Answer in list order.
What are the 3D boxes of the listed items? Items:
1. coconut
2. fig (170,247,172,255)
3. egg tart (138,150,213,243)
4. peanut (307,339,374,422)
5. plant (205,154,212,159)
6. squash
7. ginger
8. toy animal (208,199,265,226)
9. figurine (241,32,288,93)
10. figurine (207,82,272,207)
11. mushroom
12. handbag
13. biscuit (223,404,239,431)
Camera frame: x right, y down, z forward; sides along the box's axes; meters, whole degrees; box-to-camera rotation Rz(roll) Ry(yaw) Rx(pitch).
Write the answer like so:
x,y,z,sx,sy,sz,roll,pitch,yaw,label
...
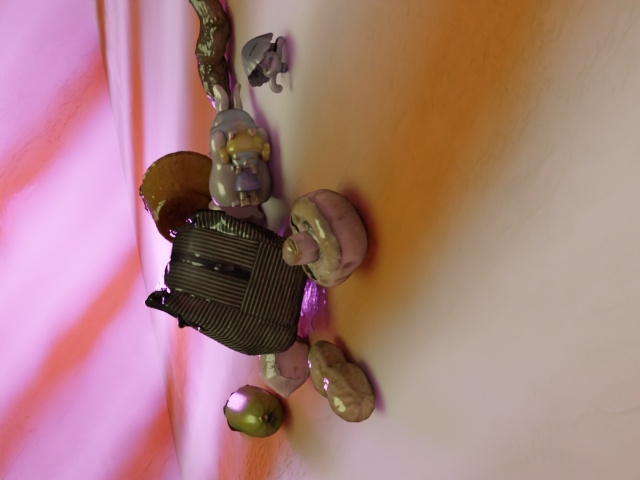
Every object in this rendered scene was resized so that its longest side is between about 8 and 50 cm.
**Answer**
x,y,z,sx,sy,sz,roll,pitch,yaw,label
-0.071,0.250,1.339,0.110,0.110,0.125,153,110,-68,coconut
-0.357,0.027,1.902,0.245,0.149,0.149,-144,45,-76,fig
-0.315,-0.091,1.572,0.171,0.215,0.215,-110,18,-56,egg tart
0.029,0.230,1.120,0.187,0.082,0.082,-142,44,-60,peanut
-0.303,-0.143,1.737,0.174,0.087,0.085,118,165,-52,plant
-0.149,0.409,1.603,0.186,0.123,0.123,-17,86,65,squash
-0.221,-0.400,1.408,0.122,0.084,0.290,-98,1,-67,ginger
-0.198,-0.019,1.487,0.124,0.124,0.213,64,151,30,toy animal
-0.088,-0.301,1.126,0.082,0.086,0.094,28,86,45,figurine
-0.161,-0.187,1.296,0.155,0.127,0.236,-119,23,-79,figurine
0.000,0.000,1.005,0.154,0.122,0.154,45,146,43,mushroom
-0.181,0.076,1.273,0.340,0.240,0.248,-15,59,67,handbag
-0.246,0.523,2.006,0.099,0.038,0.322,71,157,9,biscuit
